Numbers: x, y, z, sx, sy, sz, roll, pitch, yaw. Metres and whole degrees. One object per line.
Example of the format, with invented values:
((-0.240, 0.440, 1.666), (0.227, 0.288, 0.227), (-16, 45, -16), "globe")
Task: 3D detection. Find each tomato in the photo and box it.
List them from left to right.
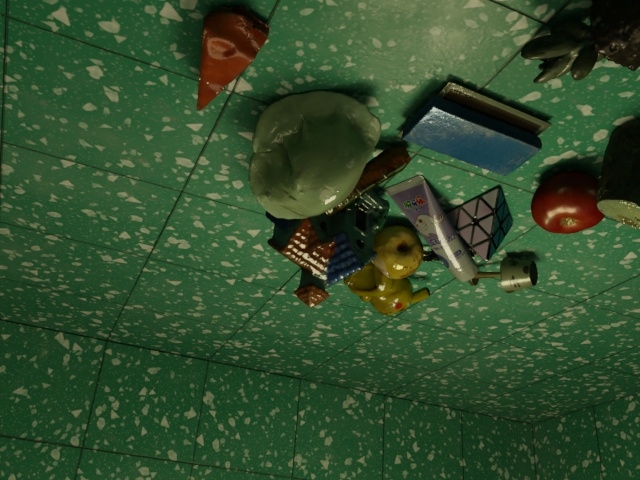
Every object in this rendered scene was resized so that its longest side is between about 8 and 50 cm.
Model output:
((0.656, -0.102, 1.787), (0.195, 0.136, 0.195), (6, 153, 3), "tomato")

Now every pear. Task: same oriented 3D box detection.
((0.229, 0.038, 2.076), (0.178, 0.178, 0.178), (3, 151, 2), "pear")

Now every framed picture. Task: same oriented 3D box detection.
((0.367, -0.272, 1.639), (0.293, 0.018, 0.231), (16, 150, -21), "framed picture")

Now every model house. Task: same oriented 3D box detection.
((0.000, 0.000, 1.822), (0.252, 0.329, 0.295), (-23, 133, 38), "model house")

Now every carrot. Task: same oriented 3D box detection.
((0.112, -0.153, 1.722), (0.260, 0.070, 0.070), (-34, 145, 1), "carrot")

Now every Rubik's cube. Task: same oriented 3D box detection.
((0.447, -0.015, 1.940), (0.190, 0.178, 0.211), (-8, 148, 27), "Rubik's cube")

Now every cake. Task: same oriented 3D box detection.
((-0.218, -0.385, 1.439), (0.135, 0.098, 0.287), (18, 144, -25), "cake")

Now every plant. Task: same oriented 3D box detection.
((0.529, -0.379, 1.285), (0.274, 0.149, 0.146), (-18, 144, 40), "plant")

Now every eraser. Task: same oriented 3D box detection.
((0.364, -0.245, 1.624), (0.312, 0.042, 0.144), (16, 149, -20), "eraser")

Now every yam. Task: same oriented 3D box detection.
((0.732, -0.152, 1.590), (0.154, 0.254, 0.154), (12, 160, 4), "yam")

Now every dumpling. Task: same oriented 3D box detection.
((-0.020, -0.193, 1.643), (0.270, 0.320, 0.212), (33, 177, 19), "dumpling")

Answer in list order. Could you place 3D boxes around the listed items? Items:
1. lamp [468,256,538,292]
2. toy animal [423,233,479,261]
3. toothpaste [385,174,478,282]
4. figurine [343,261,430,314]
((0.593, 0.113, 2.214), (0.215, 0.121, 0.121), (-4, 152, 34), "lamp")
((0.412, 0.037, 2.126), (0.233, 0.084, 0.148), (-8, 161, 14), "toy animal")
((0.333, -0.034, 1.953), (0.125, 0.080, 0.371), (-19, 119, 38), "toothpaste")
((0.209, 0.150, 2.288), (0.218, 0.169, 0.327), (4, 153, 34), "figurine")
